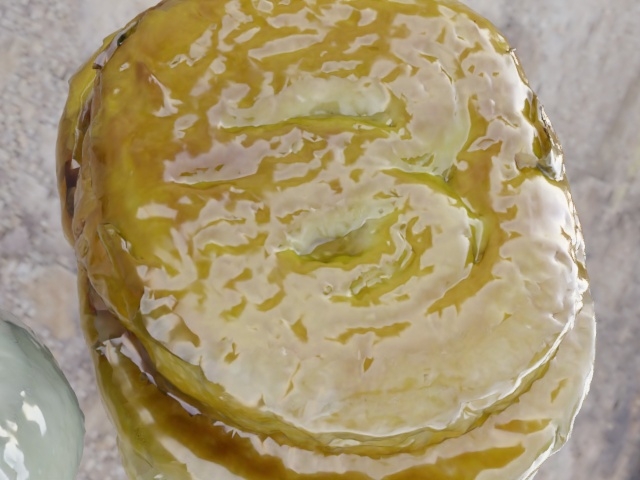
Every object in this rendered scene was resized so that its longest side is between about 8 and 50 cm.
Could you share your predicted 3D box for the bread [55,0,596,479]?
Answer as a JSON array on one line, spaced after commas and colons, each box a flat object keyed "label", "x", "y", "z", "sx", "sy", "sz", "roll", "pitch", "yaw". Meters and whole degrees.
[{"label": "bread", "x": 0.003, "y": 0.000, "z": 0.571, "sx": 0.198, "sy": 0.236, "sz": 0.120, "roll": -10, "pitch": 158, "yaw": -13}]

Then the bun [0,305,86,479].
[{"label": "bun", "x": -0.177, "y": 0.105, "z": 0.487, "sx": 0.220, "sy": 0.220, "sz": 0.134, "roll": -32, "pitch": 122, "yaw": -37}]
